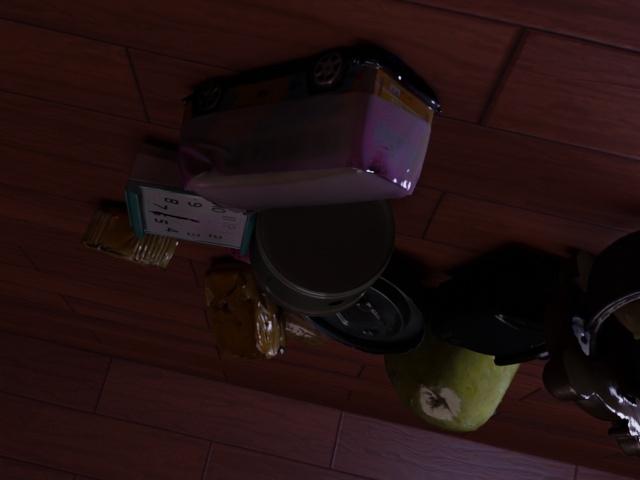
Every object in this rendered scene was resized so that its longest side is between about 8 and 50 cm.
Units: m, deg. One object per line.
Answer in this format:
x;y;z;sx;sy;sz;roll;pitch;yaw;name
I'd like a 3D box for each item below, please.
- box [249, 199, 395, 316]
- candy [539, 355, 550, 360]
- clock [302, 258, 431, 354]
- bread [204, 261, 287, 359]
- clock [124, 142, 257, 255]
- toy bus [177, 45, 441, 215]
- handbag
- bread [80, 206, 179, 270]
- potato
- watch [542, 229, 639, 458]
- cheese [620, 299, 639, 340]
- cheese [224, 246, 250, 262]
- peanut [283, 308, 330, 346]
0.000;0.000;1.520;0.226;0.226;0.149;15;162;-4;box
0.688;0.292;2.131;0.331;0.077;0.187;16;164;-16;candy
0.082;0.124;1.926;0.313;0.061;0.312;18;145;13;clock
-0.180;0.165;2.140;0.210;0.235;0.099;-4;-169;44;bread
-0.226;-0.074;1.666;0.231;0.116;0.262;10;163;-5;clock
-0.042;-0.134;1.267;0.386;0.162;0.171;-3;157;41;toy bus
0.389;0.152;1.769;0.275;0.177;0.302;18;161;-14;handbag
-0.402;-0.007;1.968;0.191;0.114;0.132;21;172;3;bread
0.288;0.263;2.010;0.330;0.280;0.213;11;164;13;potato
0.562;0.151;1.474;0.327;0.314;0.335;-28;115;37;watch
0.674;0.159;1.692;0.316;0.128;0.259;-5;145;32;cheese
-0.176;-0.002;1.895;0.244;0.062;0.155;13;161;6;cheese
-0.084;0.172;2.243;0.253;0.122;0.137;20;-171;-11;peanut
